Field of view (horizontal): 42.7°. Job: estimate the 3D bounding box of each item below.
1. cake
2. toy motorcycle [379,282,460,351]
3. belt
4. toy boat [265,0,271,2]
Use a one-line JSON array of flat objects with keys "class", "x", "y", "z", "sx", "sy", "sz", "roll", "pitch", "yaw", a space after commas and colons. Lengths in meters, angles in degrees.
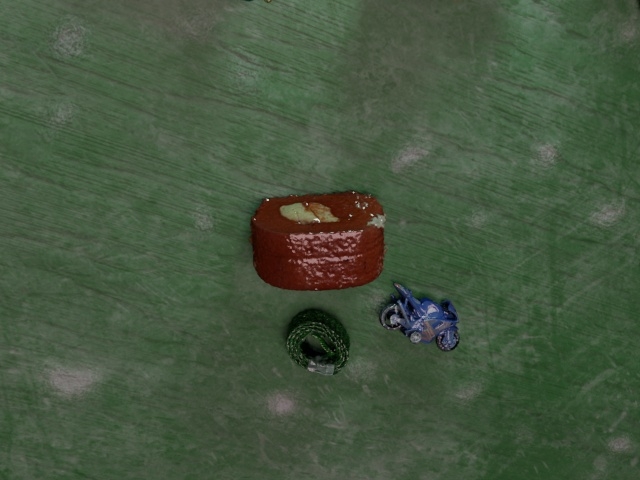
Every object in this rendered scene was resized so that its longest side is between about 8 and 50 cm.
[{"class": "cake", "x": 0.000, "y": 0.000, "z": 1.628, "sx": 0.283, "sy": 0.177, "sz": 0.150, "roll": -3, "pitch": 112, "yaw": -8}, {"class": "toy motorcycle", "x": 0.230, "y": 0.170, "z": 1.803, "sx": 0.205, "sy": 0.076, "sz": 0.114, "roll": 23, "pitch": 97, "yaw": -17}, {"class": "belt", "x": -0.002, "y": 0.219, "z": 1.777, "sx": 0.151, "sy": 0.079, "sz": 0.121, "roll": 38, "pitch": 111, "yaw": -11}, {"class": "toy boat", "x": -0.211, "y": -0.500, "z": 1.427, "sx": 0.293, "sy": 0.099, "sz": 0.108, "roll": 30, "pitch": 105, "yaw": -13}]
